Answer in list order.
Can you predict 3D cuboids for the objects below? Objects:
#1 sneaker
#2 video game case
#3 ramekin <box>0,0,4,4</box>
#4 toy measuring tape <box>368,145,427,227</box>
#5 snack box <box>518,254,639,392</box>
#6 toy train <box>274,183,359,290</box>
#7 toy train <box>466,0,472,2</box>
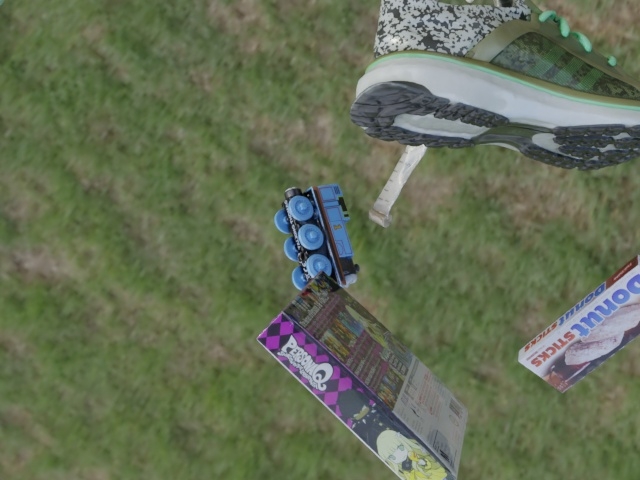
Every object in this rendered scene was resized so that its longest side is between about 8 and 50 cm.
[{"bbox_3d":[0.228,-0.184,1.378,0.410,0.182,0.158,7,166,-24],"label":"sneaker"},{"bbox_3d":[0.048,0.128,1.259,0.210,0.232,0.042,44,102,0],"label":"video game case"},{"bbox_3d":[-0.502,-0.389,1.572,0.303,0.303,0.148,25,136,3],"label":"ramekin"},{"bbox_3d":[0.191,-0.163,2.159,0.121,0.121,0.330,27,96,0],"label":"toy measuring tape"},{"bbox_3d":[0.287,0.088,1.393,0.064,0.022,0.178,36,125,-13],"label":"snack box"},{"bbox_3d":[0.000,0.000,2.104,0.080,0.105,0.184,-40,64,56],"label":"toy train"},{"bbox_3d":[0.222,-0.401,1.812,0.046,0.166,0.125,30,141,49],"label":"toy train"}]
